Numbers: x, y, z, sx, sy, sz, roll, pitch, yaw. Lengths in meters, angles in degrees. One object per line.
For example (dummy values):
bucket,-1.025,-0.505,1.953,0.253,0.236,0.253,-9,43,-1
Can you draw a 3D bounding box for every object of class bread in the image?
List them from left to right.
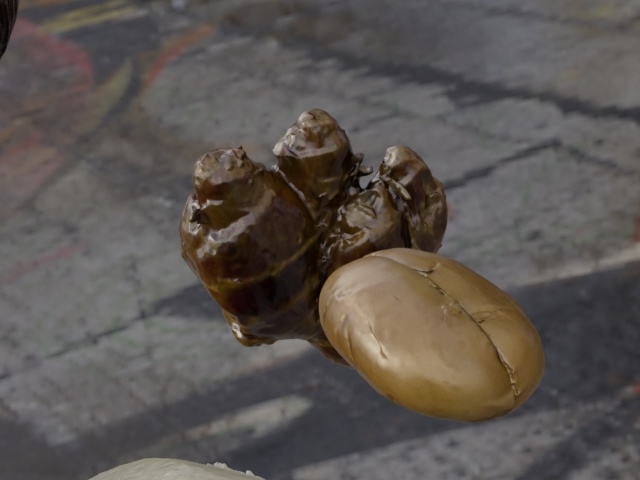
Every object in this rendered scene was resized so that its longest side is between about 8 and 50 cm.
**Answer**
bread,0.068,0.054,1.107,0.114,0.077,0.189,-31,41,-22

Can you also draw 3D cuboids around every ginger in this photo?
ginger,-0.010,0.000,1.867,0.357,0.274,0.152,21,27,-29

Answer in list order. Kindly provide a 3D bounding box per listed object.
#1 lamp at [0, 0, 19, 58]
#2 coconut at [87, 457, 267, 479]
lamp,-0.426,-0.282,1.785,0.247,0.247,0.247,-12,20,4
coconut,-0.046,0.307,0.887,0.360,0.346,0.346,22,5,-26
